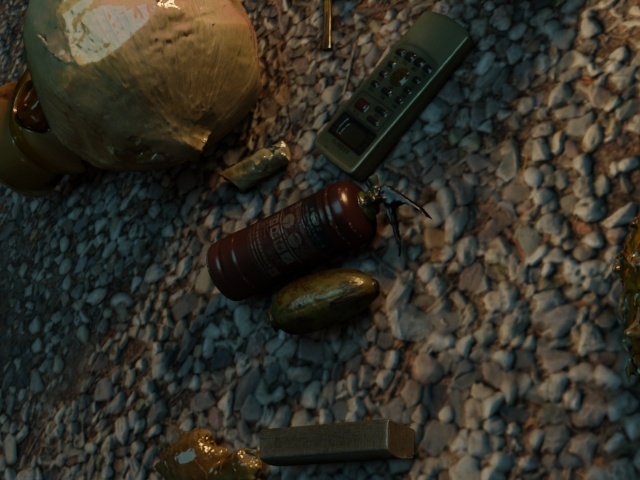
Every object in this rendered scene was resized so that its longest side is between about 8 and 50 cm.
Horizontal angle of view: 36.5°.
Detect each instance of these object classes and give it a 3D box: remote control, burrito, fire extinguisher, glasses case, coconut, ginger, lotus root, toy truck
[{"bbox_3d":[0.111,-0.227,1.492,0.285,0.038,0.123,-50,47,6],"label":"remote control"},{"bbox_3d":[-0.111,-0.119,1.606,0.149,0.041,0.055,-25,41,30],"label":"burrito"},{"bbox_3d":[0.000,0.000,1.426,0.344,0.102,0.138,-24,76,25],"label":"fire extinguisher"},{"bbox_3d":[0.019,0.271,1.285,0.205,0.071,0.047,-12,64,32],"label":"glasses case"},{"bbox_3d":[-0.283,-0.284,1.596,0.405,0.405,0.404,-17,58,30],"label":"coconut"},{"bbox_3d":[-0.158,0.315,1.406,0.165,0.067,0.096,-14,59,17],"label":"ginger"},{"bbox_3d":[0.002,0.085,1.383,0.179,0.089,0.080,-22,86,20],"label":"lotus root"},{"bbox_3d":[-0.494,-0.238,1.844,0.212,0.204,0.287,-15,51,38],"label":"toy truck"}]

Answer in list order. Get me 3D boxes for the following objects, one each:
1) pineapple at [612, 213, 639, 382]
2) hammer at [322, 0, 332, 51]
[{"bbox_3d":[0.413,-0.012,1.071,0.334,0.161,0.158,-45,46,14],"label":"pineapple"},{"bbox_3d":[0.015,-0.403,1.673,0.062,0.017,0.182,-16,60,31],"label":"hammer"}]
